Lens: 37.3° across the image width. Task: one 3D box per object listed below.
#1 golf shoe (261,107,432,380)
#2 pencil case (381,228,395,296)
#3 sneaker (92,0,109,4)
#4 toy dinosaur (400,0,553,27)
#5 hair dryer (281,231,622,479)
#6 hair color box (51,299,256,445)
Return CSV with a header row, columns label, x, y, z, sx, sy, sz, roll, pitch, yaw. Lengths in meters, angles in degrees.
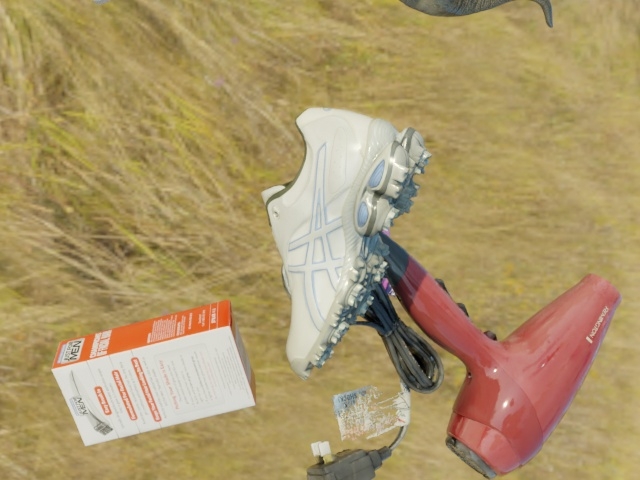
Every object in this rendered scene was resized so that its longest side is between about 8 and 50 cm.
label,x,y,z,sx,sy,sz,roll,pitch,yaw
golf shoe,0.000,0.000,0.581,0.069,0.086,0.176,-38,151,-63
pencil case,0.049,-0.017,1.137,0.098,0.095,0.209,-78,170,-46
sneaker,-0.199,-0.368,1.084,0.212,0.080,0.094,-40,101,-12
toy dinosaur,0.094,-0.295,0.924,0.313,0.121,0.160,42,80,-25
hair dryer,0.119,0.085,0.745,0.294,0.080,0.223,-10,106,-24
hair color box,-0.152,0.124,0.885,0.053,0.167,0.093,-102,178,-63
